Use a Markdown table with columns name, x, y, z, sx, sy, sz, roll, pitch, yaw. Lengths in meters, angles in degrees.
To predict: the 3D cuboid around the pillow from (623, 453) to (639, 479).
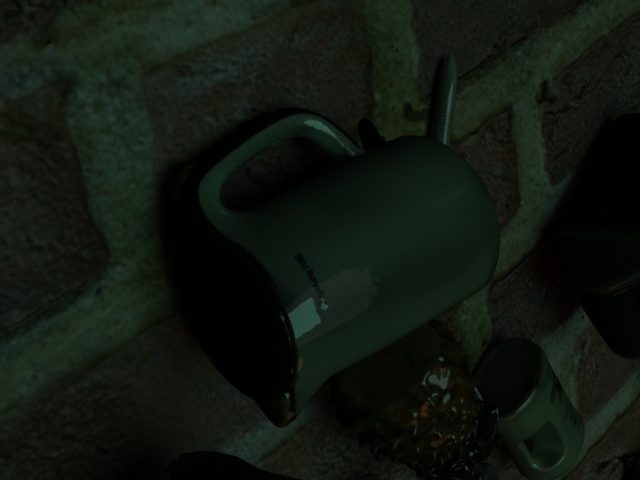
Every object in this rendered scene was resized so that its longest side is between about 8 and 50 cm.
| name | x | y | z | sx | sy | sz | roll | pitch | yaw |
| --- | --- | --- | --- | --- | --- | --- | --- | --- | --- |
| pillow | 0.548 | 0.386 | 1.548 | 0.150 | 0.048 | 0.090 | -1 | 103 | -44 |

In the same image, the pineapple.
| name | x | y | z | sx | sy | sz | roll | pitch | yaw |
| --- | --- | --- | --- | --- | --- | --- | --- | --- | --- |
| pineapple | 0.116 | 0.200 | 0.988 | 0.310 | 0.141 | 0.170 | 55 | 31 | -47 |

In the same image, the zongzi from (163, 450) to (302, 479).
| name | x | y | z | sx | sy | sz | roll | pitch | yaw |
| --- | --- | --- | --- | --- | --- | --- | --- | --- | --- |
| zongzi | -0.142 | 0.421 | 0.682 | 0.447 | 0.181 | 0.418 | -33 | 113 | -28 |

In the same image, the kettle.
| name | x | y | z | sx | sy | sz | roll | pitch | yaw |
| --- | --- | --- | --- | --- | --- | --- | --- | --- | --- |
| kettle | 0.000 | 0.000 | 0.815 | 0.255 | 0.165 | 0.240 | -27 | 89 | -34 |

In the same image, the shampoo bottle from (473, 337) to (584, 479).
| name | x | y | z | sx | sy | sz | roll | pitch | yaw |
| --- | --- | --- | --- | --- | --- | --- | --- | --- | --- |
| shampoo bottle | 0.275 | 0.231 | 1.193 | 0.118 | 0.087 | 0.234 | -59 | 135 | -24 |

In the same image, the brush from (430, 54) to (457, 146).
| name | x | y | z | sx | sy | sz | roll | pitch | yaw |
| --- | --- | --- | --- | --- | --- | --- | --- | --- | --- |
| brush | 0.121 | -0.049 | 1.006 | 0.042 | 0.039 | 0.299 | 3 | 95 | -50 |

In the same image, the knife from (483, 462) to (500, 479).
| name | x | y | z | sx | sy | sz | roll | pitch | yaw |
| --- | --- | --- | --- | --- | --- | --- | --- | --- | --- |
| knife | 0.110 | 0.362 | 1.086 | 0.365 | 0.043 | 0.089 | -22 | 115 | -42 |

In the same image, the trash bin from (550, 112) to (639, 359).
| name | x | y | z | sx | sy | sz | roll | pitch | yaw |
| --- | --- | --- | --- | --- | --- | --- | --- | --- | --- |
| trash bin | 0.425 | -0.010 | 1.230 | 0.209 | 0.182 | 0.290 | 50 | 59 | -40 |
